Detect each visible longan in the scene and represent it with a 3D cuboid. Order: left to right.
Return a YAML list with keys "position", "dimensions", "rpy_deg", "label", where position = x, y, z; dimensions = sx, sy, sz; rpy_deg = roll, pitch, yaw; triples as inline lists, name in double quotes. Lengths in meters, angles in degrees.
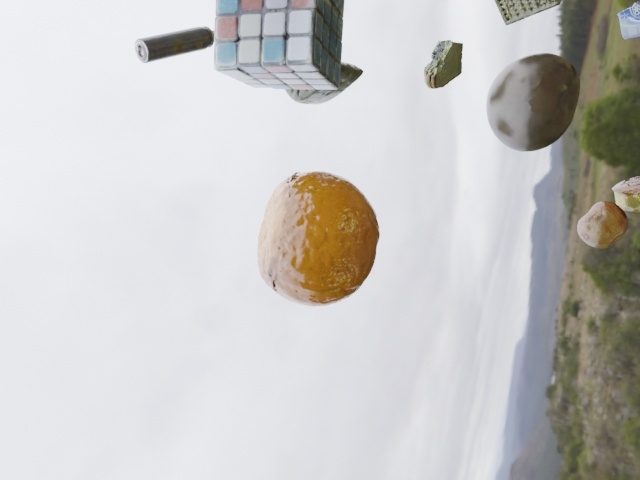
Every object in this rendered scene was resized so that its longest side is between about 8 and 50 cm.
- position: [0.446, -0.293, 1.353]
  dimensions: [0.198, 0.198, 0.212]
  rpy_deg: [0, -73, -72]
  label: "longan"

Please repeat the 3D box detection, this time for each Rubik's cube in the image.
- position: [-0.095, -0.517, 1.555]
  dimensions: [0.259, 0.254, 0.256]
  rpy_deg: [-3, -84, -73]
  label: "Rubik's cube"

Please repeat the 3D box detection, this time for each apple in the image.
- position: [0.722, -0.039, 1.630]
  dimensions: [0.126, 0.102, 0.126]
  rpy_deg: [-37, -21, -17]
  label: "apple"

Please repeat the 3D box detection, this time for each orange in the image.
- position: [0.000, 0.000, 1.582]
  dimensions: [0.340, 0.293, 0.340]
  rpy_deg: [-167, 90, -76]
  label: "orange"

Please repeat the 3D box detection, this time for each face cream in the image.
- position: [-0.435, -0.610, 1.970]
  dimensions: [0.284, 0.073, 0.073]
  rpy_deg: [-29, -49, -40]
  label: "face cream"

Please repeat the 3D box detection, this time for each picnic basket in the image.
- position: [0.471, -0.615, 1.442]
  dimensions: [0.154, 0.134, 0.196]
  rpy_deg: [56, -132, -25]
  label: "picnic basket"

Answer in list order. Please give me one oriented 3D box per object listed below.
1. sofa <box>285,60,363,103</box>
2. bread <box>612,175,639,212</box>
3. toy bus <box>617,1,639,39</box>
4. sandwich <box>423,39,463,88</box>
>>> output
- position: [-0.029, -0.518, 1.832]
  dimensions: [0.225, 0.176, 0.210]
  rpy_deg: [57, -155, 7]
  label: "sofa"
- position: [0.841, -0.124, 1.686]
  dimensions: [0.156, 0.125, 0.086]
  rpy_deg: [-49, -52, -71]
  label: "bread"
- position: [0.808, -0.529, 1.480]
  dimensions: [0.094, 0.079, 0.236]
  rpy_deg: [67, 165, -16]
  label: "toy bus"
- position: [0.256, -0.370, 1.337]
  dimensions: [0.105, 0.036, 0.093]
  rpy_deg: [-42, -39, -24]
  label: "sandwich"
